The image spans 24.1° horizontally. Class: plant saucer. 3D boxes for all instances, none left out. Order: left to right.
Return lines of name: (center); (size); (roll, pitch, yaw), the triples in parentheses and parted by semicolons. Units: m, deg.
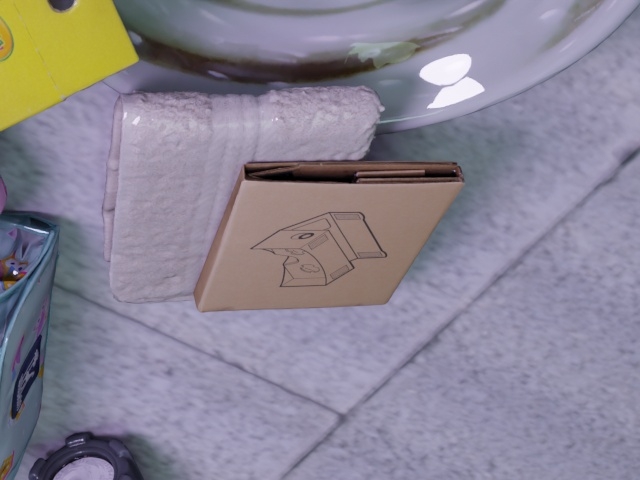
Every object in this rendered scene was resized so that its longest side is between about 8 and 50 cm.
plant saucer: (0.021, -0.205, 0.968); (0.401, 0.100, 0.400); (-6, 155, -3)

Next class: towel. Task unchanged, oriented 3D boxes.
towel: (-0.067, -0.032, 1.130); (0.187, 0.049, 0.282); (-4, 153, -14)

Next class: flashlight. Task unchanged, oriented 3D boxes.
flashlight: (-0.182, 0.310, 1.416); (0.103, 0.103, 0.304); (-17, 132, -2)

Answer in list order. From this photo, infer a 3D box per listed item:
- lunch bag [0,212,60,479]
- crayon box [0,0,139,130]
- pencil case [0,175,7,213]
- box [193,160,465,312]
lunch bag: (-0.311, 0.108, 1.148); (0.262, 0.160, 0.223); (-24, 139, -39)
crayon box: (-0.288, -0.124, 0.861); (0.319, 0.081, 0.202); (-26, 132, -6)
pencil case: (-0.310, -0.103, 1.008); (0.124, 0.124, 0.284); (-19, 134, 1)
box: (0.000, 0.000, 1.138); (0.164, 0.021, 0.201); (-2, 152, -17)
